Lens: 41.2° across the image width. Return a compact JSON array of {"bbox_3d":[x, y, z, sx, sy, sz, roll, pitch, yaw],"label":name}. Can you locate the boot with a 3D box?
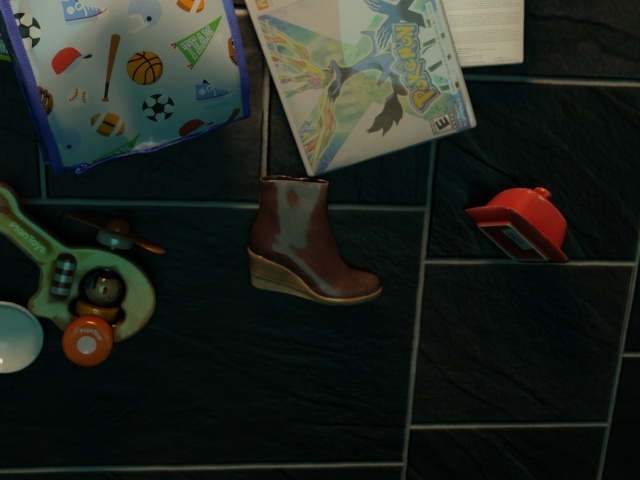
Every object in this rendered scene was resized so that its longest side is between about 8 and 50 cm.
[{"bbox_3d":[0.000,0.000,1.483,0.248,0.090,0.207,8,109,-5],"label":"boot"}]

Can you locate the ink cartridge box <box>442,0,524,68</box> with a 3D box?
[{"bbox_3d":[0.244,-0.399,1.404,0.180,0.056,0.225,-4,105,-5],"label":"ink cartridge box"}]

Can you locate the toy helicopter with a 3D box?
[{"bbox_3d":[-0.422,0.022,1.422,0.355,0.140,0.235,43,97,-15],"label":"toy helicopter"}]

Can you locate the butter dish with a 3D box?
[{"bbox_3d":[0.365,-0.041,1.499,0.160,0.160,0.118,40,76,-16],"label":"butter dish"}]

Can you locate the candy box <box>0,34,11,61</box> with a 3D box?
[{"bbox_3d":[-0.427,-0.326,1.361,0.205,0.027,0.105,10,103,-10],"label":"candy box"}]

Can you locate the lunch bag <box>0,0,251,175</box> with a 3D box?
[{"bbox_3d":[-0.299,-0.317,1.245,0.327,0.239,0.386,-20,107,-15],"label":"lunch bag"}]

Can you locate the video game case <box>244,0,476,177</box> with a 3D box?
[{"bbox_3d":[0.067,-0.296,1.390,0.299,0.036,0.329,-16,110,13],"label":"video game case"}]

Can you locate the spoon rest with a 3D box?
[{"bbox_3d":[-0.615,0.141,1.463,0.276,0.084,0.137,25,104,-13],"label":"spoon rest"}]
